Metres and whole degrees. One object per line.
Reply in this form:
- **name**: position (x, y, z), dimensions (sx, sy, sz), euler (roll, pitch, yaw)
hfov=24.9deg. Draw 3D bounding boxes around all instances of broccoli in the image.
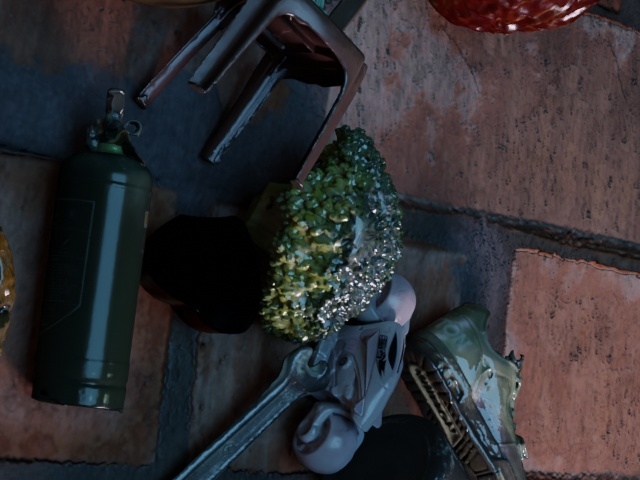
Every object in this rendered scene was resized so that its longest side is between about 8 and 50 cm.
- **broccoli**: position (0.002, 0.003, 1.581), dimensions (0.176, 0.226, 0.198), euler (51, 35, -7)

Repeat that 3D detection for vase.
- **vase**: position (0.142, 0.365, 1.703), dimensions (0.173, 0.173, 0.321), euler (-54, 126, -25)

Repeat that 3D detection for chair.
- **chair**: position (-0.028, -0.234, 1.519), dimensions (0.175, 0.183, 0.326), euler (42, 73, -29)

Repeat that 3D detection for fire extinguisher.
- **fire extinguisher**: position (-0.221, 0.011, 1.433), dimensions (0.095, 0.114, 0.311), euler (7, 84, -5)

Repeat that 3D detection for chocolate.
- **chocolate**: position (-0.135, 0.028, 1.524), dimensions (0.148, 0.080, 0.125), euler (37, 56, -25)

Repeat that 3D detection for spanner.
- **spanner**: position (-0.104, 0.223, 1.558), dimensions (0.302, 0.017, 0.071), euler (-44, 118, -18)

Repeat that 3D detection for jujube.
- **jujube**: position (0.237, -0.343, 1.725), dimensions (0.213, 0.232, 0.213), euler (-2, 94, -43)

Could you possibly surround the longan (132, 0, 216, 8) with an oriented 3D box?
- **longan**: position (-0.161, -0.363, 1.375), dimensions (0.297, 0.297, 0.297), euler (0, 90, -39)

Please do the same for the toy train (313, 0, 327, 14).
- **toy train**: position (-0.008, -0.284, 1.656), dimensions (0.045, 0.029, 0.092), euler (10, 83, -46)

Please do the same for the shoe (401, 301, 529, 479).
- **shoe**: position (0.214, 0.207, 1.782), dimensions (0.149, 0.109, 0.293), euler (-39, 109, -26)

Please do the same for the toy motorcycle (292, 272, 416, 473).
- **toy motorcycle**: position (0.049, 0.149, 1.653), dimensions (0.112, 0.112, 0.254), euler (38, 66, -33)

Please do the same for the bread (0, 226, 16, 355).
- **bread**: position (-0.375, 0.048, 1.301), dimensions (0.230, 0.123, 0.230), euler (2, 86, -39)
